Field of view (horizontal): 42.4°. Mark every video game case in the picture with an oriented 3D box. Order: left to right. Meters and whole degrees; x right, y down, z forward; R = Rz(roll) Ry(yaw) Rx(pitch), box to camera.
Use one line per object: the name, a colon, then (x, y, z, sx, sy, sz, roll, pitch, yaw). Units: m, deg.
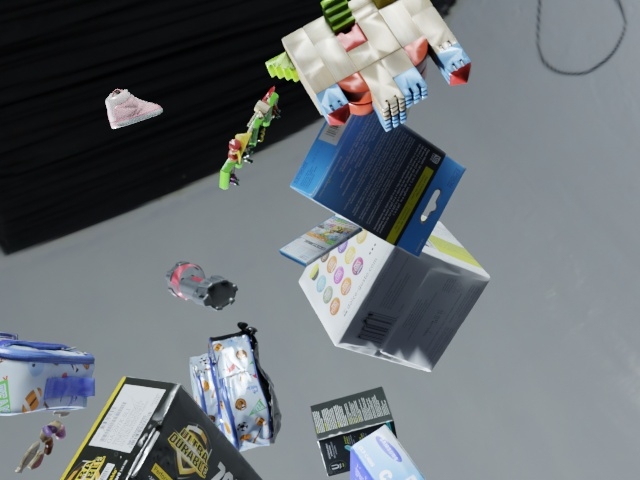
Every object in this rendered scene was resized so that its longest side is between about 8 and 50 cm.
video game case: (0.000, 0.000, 1.908, 0.119, 0.166, 0.015, 24, 141, 55)

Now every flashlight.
flashlight: (-0.300, 0.115, 2.097, 0.304, 0.103, 0.103, 6, 75, 59)

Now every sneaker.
sneaker: (-0.359, -0.262, 1.585, 0.051, 0.134, 0.070, -12, 102, 34)

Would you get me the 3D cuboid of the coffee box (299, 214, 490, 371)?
coffee box: (0.197, 0.108, 2.312, 0.338, 0.338, 0.334, -60, 31, 18)

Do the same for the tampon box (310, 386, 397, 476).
tampon box: (0.072, 0.398, 1.722, 0.101, 0.161, 0.120, -107, 4, -55)

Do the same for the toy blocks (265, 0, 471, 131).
toy blocks: (0.114, -0.343, 1.623, 0.261, 0.381, 0.191, 61, 179, 18)

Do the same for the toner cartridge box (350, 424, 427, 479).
toner cartridge box: (0.126, 0.476, 1.468, 0.165, 0.075, 0.348, 51, 160, 29)

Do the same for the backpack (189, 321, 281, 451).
backpack: (-0.207, 0.385, 2.032, 0.276, 0.213, 0.263, 83, 162, -51)

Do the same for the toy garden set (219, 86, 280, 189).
toy garden set: (-0.154, -0.248, 1.956, 0.049, 0.244, 0.204, 30, 160, 1)

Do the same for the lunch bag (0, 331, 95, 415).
lunch bag: (-0.466, 0.193, 1.206, 0.303, 0.243, 0.115, 61, -146, -81)

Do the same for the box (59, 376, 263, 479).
box: (-0.134, 0.325, 0.757, 0.079, 0.257, 0.322, -3, 135, 31)

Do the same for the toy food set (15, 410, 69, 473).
toy food set: (-0.486, 0.362, 1.470, 0.019, 0.122, 0.078, 29, 175, 15)

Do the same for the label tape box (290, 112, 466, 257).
label tape box: (0.131, -0.140, 1.814, 0.333, 0.241, 0.106, 28, -179, -35)
